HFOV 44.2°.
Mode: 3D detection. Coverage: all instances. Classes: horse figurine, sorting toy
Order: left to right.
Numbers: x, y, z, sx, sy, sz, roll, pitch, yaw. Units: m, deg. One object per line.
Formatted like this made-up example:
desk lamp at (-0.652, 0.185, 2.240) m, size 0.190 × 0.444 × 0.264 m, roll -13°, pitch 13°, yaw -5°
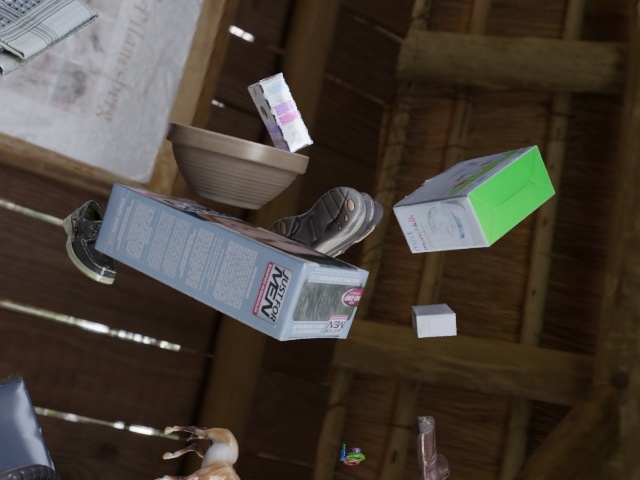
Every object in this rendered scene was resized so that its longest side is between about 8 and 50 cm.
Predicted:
horse figurine at (-0.214, 0.411, 1.463) m, size 0.263 × 0.174 × 0.066 m, roll -92°, pitch -179°, yaw -70°
sorting toy at (0.082, 0.563, 2.086) m, size 0.102 × 0.061 × 0.042 m, roll 111°, pitch -14°, yaw -60°

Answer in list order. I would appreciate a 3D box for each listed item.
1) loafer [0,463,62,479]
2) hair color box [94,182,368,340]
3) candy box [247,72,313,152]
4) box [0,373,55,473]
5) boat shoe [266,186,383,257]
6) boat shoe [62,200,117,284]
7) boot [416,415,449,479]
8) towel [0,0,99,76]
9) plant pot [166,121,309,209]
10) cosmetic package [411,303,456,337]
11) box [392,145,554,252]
loafer at (-0.361, 0.354, 0.930) m, size 0.366 × 0.130 × 0.134 m, roll 94°, pitch -10°, yaw -64°
hair color box at (-0.138, 0.029, 1.187) m, size 0.374 × 0.185 × 0.114 m, roll 22°, pitch -83°, yaw 30°
candy box at (-0.107, -0.330, 2.058) m, size 0.070 × 0.196 × 0.165 m, roll -27°, pitch -166°, yaw -10°
box at (-0.539, 0.418, 1.330) m, size 0.312 × 0.179 × 0.343 m, roll -18°, pitch -89°, yaw 68°
boat shoe at (0.000, 0.000, 1.725) m, size 0.355 × 0.130 × 0.132 m, roll -27°, pitch -116°, yaw 44°
boat shoe at (-0.401, -0.004, 1.393) m, size 0.073 × 0.080 × 0.223 m, roll -54°, pitch -142°, yaw 10°
boot at (0.160, 0.295, 1.139) m, size 0.106 × 0.037 × 0.114 m, roll -45°, pitch 128°, yaw -68°
towel at (-0.679, -0.505, 1.648) m, size 0.056 × 0.312 × 0.324 m, roll -52°, pitch -176°, yaw 44°
plant pot at (-0.145, -0.117, 1.308) m, size 0.237 × 0.237 × 0.110 m, roll 23°, pitch -79°, yaw 62°
cosmetic package at (0.294, 0.209, 2.065) m, size 0.239 × 0.099 × 0.060 m, roll -16°, pitch 100°, yaw -86°
box at (0.334, -0.091, 1.732) m, size 0.262 × 0.127 × 0.231 m, roll -34°, pitch -165°, yaw -35°
